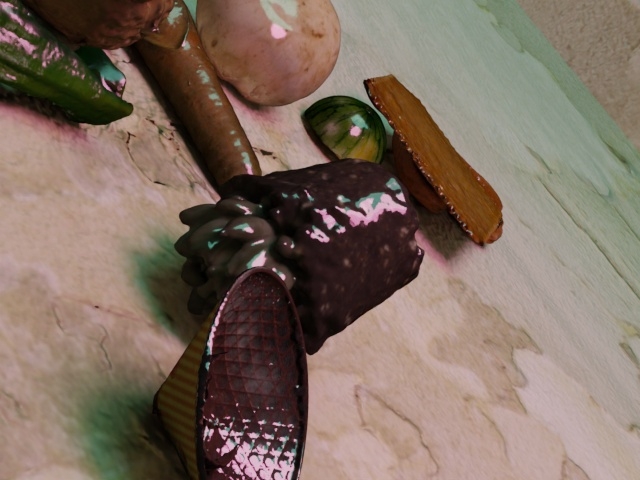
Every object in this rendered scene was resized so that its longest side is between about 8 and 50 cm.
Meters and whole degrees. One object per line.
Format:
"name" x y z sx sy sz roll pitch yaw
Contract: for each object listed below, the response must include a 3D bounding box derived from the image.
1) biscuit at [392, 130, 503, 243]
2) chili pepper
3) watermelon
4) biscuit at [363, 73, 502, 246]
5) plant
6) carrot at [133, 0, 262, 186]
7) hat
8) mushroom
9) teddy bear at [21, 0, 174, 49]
"biscuit" 0.157 -0.062 1.960 0.192 0.036 0.186 41 23 -22
"chili pepper" -0.245 -0.159 1.222 0.253 0.083 0.099 34 15 -45
"watermelon" 0.036 -0.125 1.779 0.105 0.062 0.105 39 18 -15
"biscuit" 0.137 -0.101 1.881 0.232 0.013 0.237 54 15 0
"plant" -0.025 0.012 1.252 0.132 0.194 0.129 21 -55 56
"carrot" -0.133 -0.168 1.500 0.070 0.070 0.342 16 39 -57
"hat" -0.076 0.113 1.083 0.193 0.082 0.193 -1 90 -69
"mushroom" -0.059 -0.220 1.672 0.166 0.127 0.166 22 51 -29
"teddy bear" -0.226 -0.276 1.371 0.256 0.156 0.267 41 -9 -10
